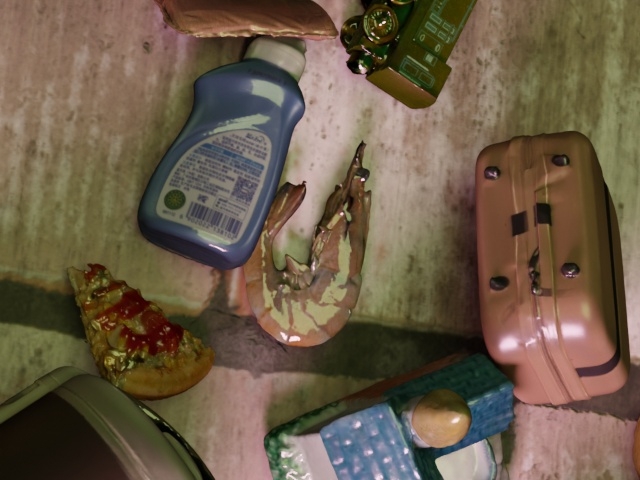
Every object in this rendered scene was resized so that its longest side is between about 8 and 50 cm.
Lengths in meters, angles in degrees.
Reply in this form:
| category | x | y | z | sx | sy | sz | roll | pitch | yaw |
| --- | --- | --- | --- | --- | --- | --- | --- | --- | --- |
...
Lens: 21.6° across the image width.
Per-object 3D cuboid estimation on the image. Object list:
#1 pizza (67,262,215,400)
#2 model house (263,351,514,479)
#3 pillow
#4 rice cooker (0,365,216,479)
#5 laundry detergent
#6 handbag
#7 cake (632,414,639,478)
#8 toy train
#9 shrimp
| category | x | y | z | sx | sy | sz | roll | pitch | yaw |
| --- | --- | --- | --- | --- | --- | --- | --- | --- | --- |
| pizza | -0.213 | 0.090 | 1.882 | 0.199 | 0.188 | 0.062 | 47 | 114 | 14 |
| model house | 0.113 | 0.242 | 1.842 | 0.267 | 0.325 | 0.194 | -20 | 85 | -18 |
| pillow | -0.086 | -0.264 | 1.977 | 0.211 | 0.135 | 0.034 | 1 | 113 | -16 |
| rice cooker | -0.255 | 0.320 | 1.726 | 0.325 | 0.335 | 0.335 | -34 | 91 | -18 |
| laundry detergent | -0.100 | -0.116 | 1.965 | 0.143 | 0.094 | 0.290 | 21 | 72 | 6 |
| handbag | 0.279 | 0.052 | 1.966 | 0.149 | 0.283 | 0.302 | -11 | 51 | 14 |
| cake | 0.495 | 0.248 | 2.030 | 0.207 | 0.178 | 0.185 | -30 | 89 | -21 |
| toy train | 0.119 | -0.282 | 2.058 | 0.137 | 0.090 | 0.225 | 32 | 74 | -16 |
| shrimp | -0.017 | -0.001 | 1.988 | 0.145 | 0.059 | 0.254 | 8 | 84 | -5 |
